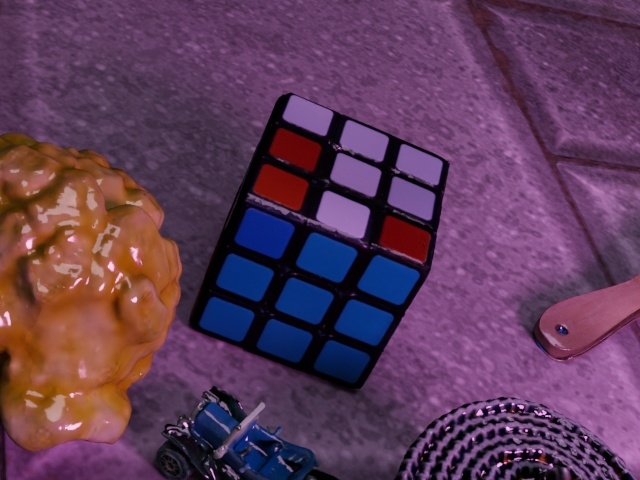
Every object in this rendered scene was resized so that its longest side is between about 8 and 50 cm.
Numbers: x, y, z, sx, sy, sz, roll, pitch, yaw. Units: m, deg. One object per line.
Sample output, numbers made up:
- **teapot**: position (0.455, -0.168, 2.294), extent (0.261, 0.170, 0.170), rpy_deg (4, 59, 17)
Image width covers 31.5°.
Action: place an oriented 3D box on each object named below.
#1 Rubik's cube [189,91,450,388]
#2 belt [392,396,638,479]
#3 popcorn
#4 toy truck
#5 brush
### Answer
- **Rubik's cube**: position (0.000, 0.000, 0.956), extent (0.162, 0.160, 0.163), rpy_deg (22, 40, -4)
- **belt**: position (0.125, 0.237, 0.779), extent (0.207, 0.150, 0.257), rpy_deg (18, 40, -4)
- **popcorn**: position (-0.212, 0.034, 0.780), extent (0.235, 0.181, 0.216), rpy_deg (-3, 82, 8)
- **toy truck**: position (-0.036, 0.165, 0.826), extent (0.154, 0.078, 0.080), rpy_deg (36, 42, 10)
- **brush**: position (0.341, 0.057, 1.169), extent (0.327, 0.065, 0.070), rpy_deg (-20, 64, -30)
